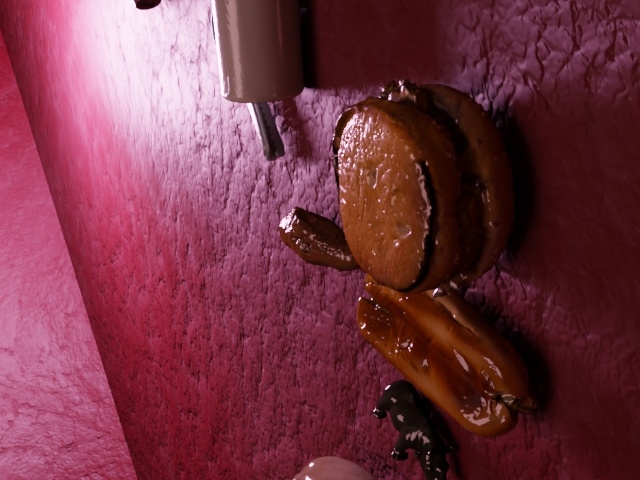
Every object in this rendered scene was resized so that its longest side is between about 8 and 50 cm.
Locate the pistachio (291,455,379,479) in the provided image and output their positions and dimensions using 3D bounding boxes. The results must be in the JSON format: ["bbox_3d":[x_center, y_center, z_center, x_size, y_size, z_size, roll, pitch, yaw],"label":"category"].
[{"bbox_3d":[0.041,0.350,1.175,0.137,0.153,0.238,-58,35,1],"label":"pistachio"}]

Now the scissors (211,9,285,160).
[{"bbox_3d":[-0.097,-0.219,1.318,0.125,0.030,0.256,123,132,-61],"label":"scissors"}]

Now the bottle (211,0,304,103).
[{"bbox_3d":[-0.076,-0.287,1.144,0.104,0.104,0.245,34,132,58],"label":"bottle"}]

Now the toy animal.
[{"bbox_3d":[0.104,0.210,1.062,0.135,0.047,0.065,-117,35,-42],"label":"toy animal"}]

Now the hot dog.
[{"bbox_3d":[0.117,0.094,0.948,0.249,0.068,0.100,40,124,51],"label":"hot dog"}]

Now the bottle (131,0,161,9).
[{"bbox_3d":[-0.300,-0.451,1.628,0.053,0.053,0.140,-40,65,64],"label":"bottle"}]

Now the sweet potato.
[{"bbox_3d":[0.000,0.000,1.179,0.206,0.060,0.068,24,158,50],"label":"sweet potato"}]

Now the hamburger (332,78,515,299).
[{"bbox_3d":[0.088,-0.052,0.878,0.191,0.118,0.181,53,144,37],"label":"hamburger"}]
